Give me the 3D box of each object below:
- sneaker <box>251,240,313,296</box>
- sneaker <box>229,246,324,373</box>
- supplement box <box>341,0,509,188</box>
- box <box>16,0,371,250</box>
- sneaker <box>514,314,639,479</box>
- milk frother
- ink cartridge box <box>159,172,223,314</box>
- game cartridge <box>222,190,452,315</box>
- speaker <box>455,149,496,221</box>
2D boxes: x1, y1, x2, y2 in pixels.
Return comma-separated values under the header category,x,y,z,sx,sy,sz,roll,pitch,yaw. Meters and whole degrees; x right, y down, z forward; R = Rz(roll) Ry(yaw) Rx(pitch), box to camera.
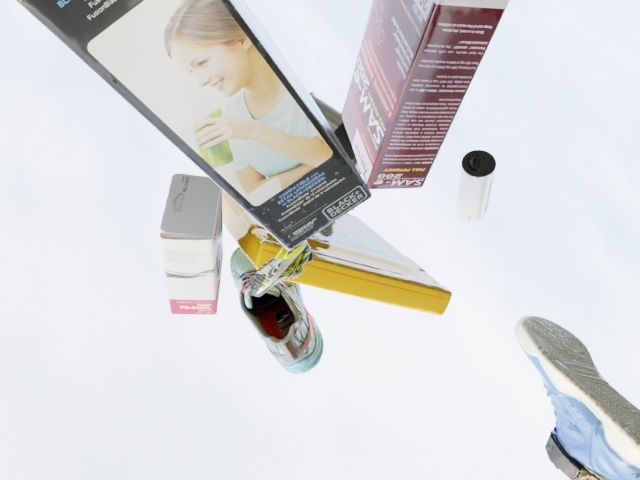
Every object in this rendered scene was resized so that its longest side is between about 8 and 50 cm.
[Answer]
category,x,y,z,sx,sy,sz,roll,pitch,yaw
sneaker,-0.039,0.033,0.672,0.083,0.031,0.035,-45,-56,-4
sneaker,-0.081,0.086,1.006,0.104,0.125,0.261,-36,-126,-2
supplement box,0.092,-0.179,0.633,0.073,0.239,0.130,-3,-128,-16
box,-0.082,-0.133,0.443,0.087,0.290,0.169,-33,-125,8
sneaker,0.200,0.138,0.507,0.058,0.084,0.152,-7,-138,-35
milk frother,-0.004,-0.136,0.973,0.135,0.129,0.143,35,-140,14
ink cartridge box,-0.158,0.007,0.780,0.063,0.150,0.109,3,-132,-5
game cartridge,0.000,0.000,0.924,0.286,0.052,0.324,15,-168,-26
speaker,0.254,-0.088,1.023,0.055,0.136,0.055,-3,-121,6
